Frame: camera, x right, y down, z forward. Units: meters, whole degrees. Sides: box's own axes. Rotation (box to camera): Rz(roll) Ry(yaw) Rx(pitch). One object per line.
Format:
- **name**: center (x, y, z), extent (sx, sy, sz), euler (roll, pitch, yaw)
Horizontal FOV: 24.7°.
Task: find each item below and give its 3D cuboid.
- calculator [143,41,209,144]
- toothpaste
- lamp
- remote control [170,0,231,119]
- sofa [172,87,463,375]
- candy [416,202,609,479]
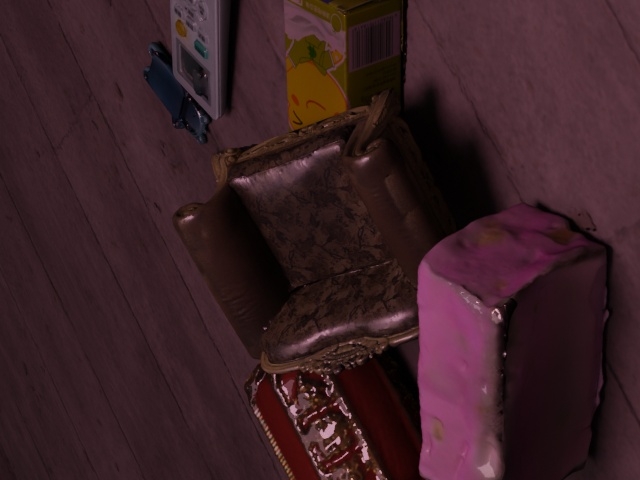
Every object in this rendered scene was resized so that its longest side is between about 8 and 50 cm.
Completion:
- **calculator**: center (-0.184, -0.187, 1.874), extent (0.141, 0.019, 0.094), euler (53, 148, 21)
- **toothpaste**: center (0.025, -0.119, 1.520), extent (0.110, 0.077, 0.327), euler (34, 137, 42)
- **lamp**: center (0.032, 0.217, 1.657), extent (0.274, 0.177, 0.177), euler (59, 149, 10)
- **remote control**: center (-0.135, -0.278, 1.703), extent (0.103, 0.051, 0.293), euler (48, 149, 31)
- **sofa**: center (0.000, 0.000, 1.417), extent (0.258, 0.182, 0.200), euler (-16, 113, 30)
- **candy**: center (0.178, 0.116, 1.353), extent (0.116, 0.155, 0.265), euler (26, 132, 40)
